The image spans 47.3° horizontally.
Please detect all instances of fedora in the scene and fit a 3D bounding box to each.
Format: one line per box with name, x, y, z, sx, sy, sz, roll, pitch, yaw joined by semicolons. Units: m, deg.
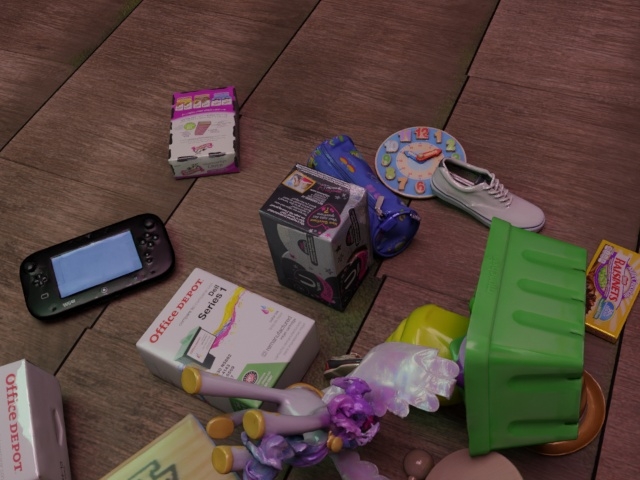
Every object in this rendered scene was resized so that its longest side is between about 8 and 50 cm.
fedora;0.404;0.274;1.274;0.194;0.079;0.194;-3;53;4

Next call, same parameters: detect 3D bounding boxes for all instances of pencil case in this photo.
pencil case;0.088;-0.102;1.563;0.119;0.133;0.306;-37;55;1

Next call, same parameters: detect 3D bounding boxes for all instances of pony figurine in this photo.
pony figurine;0.014;0.281;1.124;0.363;0.302;0.351;6;6;-38

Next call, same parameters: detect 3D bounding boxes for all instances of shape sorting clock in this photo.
shape sorting clock;0.227;-0.181;1.661;0.206;0.040;0.206;-3;53;5

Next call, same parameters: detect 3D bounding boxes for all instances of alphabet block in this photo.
alphabet block;-0.217;0.433;1.161;0.197;0.192;0.193;-35;55;-17

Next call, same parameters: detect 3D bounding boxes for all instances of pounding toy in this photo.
pounding toy;0.239;0.437;1.175;0.237;0.110;0.183;-5;55;38

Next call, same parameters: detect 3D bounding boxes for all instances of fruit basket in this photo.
fruit basket;0.252;0.163;1.234;0.392;0.283;0.392;-6;33;4

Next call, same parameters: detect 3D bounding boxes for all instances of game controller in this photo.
game controller;-0.471;0.055;1.551;0.319;0.067;0.166;-21;54;-8

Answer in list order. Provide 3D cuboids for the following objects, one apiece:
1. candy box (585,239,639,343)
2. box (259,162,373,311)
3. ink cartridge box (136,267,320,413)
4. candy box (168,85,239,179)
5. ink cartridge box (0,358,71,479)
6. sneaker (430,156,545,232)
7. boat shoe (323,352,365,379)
candy box;0.561;0.095;1.422;0.105;0.027;0.206;26;61;20
box;0.000;0.000;1.422;0.163;0.247;0.142;23;61;22
ink cartridge box;-0.171;0.200;1.374;0.278;0.117;0.201;22;59;22
candy box;-0.277;-0.262;1.762;0.159;0.071;0.233;-6;52;2
ink cartridge box;-0.613;0.364;1.263;0.306;0.131;0.226;-20;62;0
sneaker;0.352;-0.093;1.537;0.258;0.091;0.094;24;61;11
boat shoe;0.053;0.226;1.331;0.049;0.137;0.043;34;59;-19
